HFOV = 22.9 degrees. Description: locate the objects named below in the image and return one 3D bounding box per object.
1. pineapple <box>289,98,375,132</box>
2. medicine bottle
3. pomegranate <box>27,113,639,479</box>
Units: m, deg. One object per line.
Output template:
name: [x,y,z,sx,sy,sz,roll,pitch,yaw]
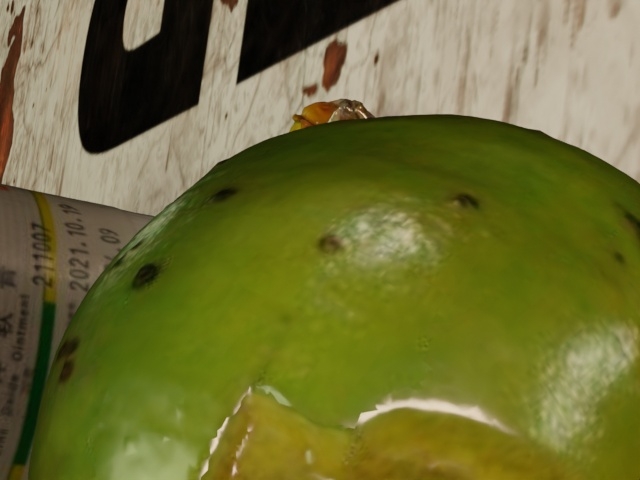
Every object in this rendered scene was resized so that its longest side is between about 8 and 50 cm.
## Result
pineapple: [0.000,0.000,0.779,0.116,0.069,0.137,142,144,-64]
medicine bottle: [-0.230,0.077,1.039,0.238,0.232,0.237,-169,90,-68]
pomegranate: [0.056,0.085,0.450,0.302,0.236,0.236,15,94,36]
